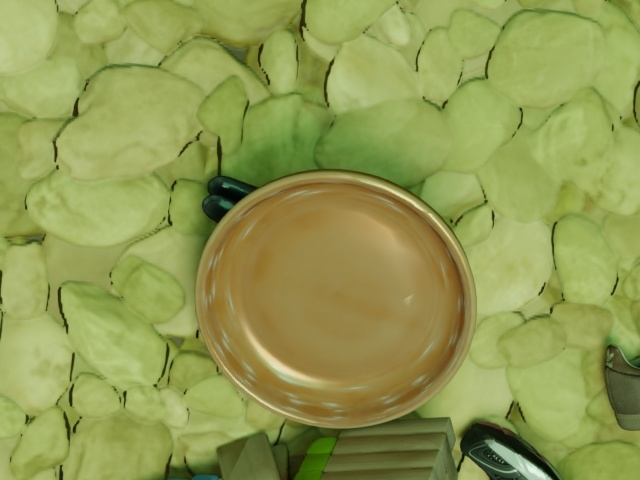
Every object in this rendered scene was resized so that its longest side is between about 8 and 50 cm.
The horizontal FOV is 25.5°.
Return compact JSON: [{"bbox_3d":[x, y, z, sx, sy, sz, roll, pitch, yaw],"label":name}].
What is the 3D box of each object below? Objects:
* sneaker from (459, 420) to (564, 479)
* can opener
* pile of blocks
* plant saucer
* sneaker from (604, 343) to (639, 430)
[{"bbox_3d":[0.168,0.219,1.089,0.178,0.072,0.077,44,95,-6],"label":"sneaker"},{"bbox_3d":[0.000,0.000,1.046,0.186,0.059,0.073,25,115,-3],"label":"can opener"},{"bbox_3d":[-0.064,0.234,1.016,0.362,0.149,0.112,-16,113,-1],"label":"pile of blocks"},{"bbox_3d":[0.011,0.040,1.008,0.200,0.037,0.199,2,113,5],"label":"plant saucer"},{"bbox_3d":[0.313,0.088,1.112,0.188,0.066,0.071,-20,97,-11],"label":"sneaker"}]
